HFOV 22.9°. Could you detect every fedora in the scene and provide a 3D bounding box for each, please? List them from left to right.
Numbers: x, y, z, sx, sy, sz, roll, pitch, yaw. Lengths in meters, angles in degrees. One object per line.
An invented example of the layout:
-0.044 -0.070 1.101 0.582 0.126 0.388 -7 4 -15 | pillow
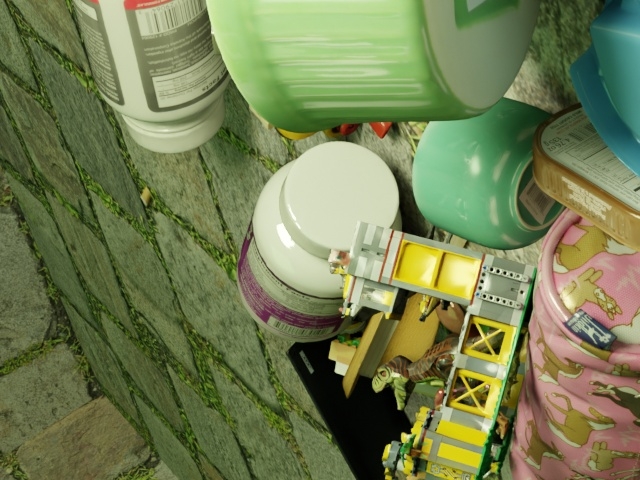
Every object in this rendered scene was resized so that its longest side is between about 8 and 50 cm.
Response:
0.092 0.100 1.778 0.079 0.194 0.194 24 157 3 | fedora

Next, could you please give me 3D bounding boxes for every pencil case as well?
0.254 0.123 1.385 0.160 0.167 0.386 10 148 8 | pencil case

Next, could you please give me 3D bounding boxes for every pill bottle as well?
-0.197 -0.254 1.885 0.176 0.176 0.319 46 158 32 | pill bottle
0.000 0.000 1.805 0.169 0.169 0.301 54 161 11 | pill bottle

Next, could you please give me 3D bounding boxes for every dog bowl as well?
0.233 -0.170 1.088 0.166 0.074 0.297 27 144 57 | dog bowl

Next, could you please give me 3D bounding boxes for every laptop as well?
0.015 0.204 2.148 0.234 0.136 0.264 62 161 -12 | laptop

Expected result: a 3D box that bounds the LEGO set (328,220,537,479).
0.092 0.101 1.475 0.192 0.255 0.331 15 -173 12 | LEGO set

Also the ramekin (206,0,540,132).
0.052 -0.223 1.110 0.148 0.303 0.303 5 134 25 | ramekin

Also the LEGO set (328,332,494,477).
0.124 0.159 1.838 0.287 0.132 0.107 48 152 44 | LEGO set

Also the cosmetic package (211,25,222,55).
-0.096 -0.239 1.713 0.115 0.041 0.060 131 143 -86 | cosmetic package

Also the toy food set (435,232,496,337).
0.169 0.095 1.682 0.218 0.071 0.128 55 162 7 | toy food set

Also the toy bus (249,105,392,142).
-0.024 -0.163 1.706 0.191 0.104 0.202 16 135 64 | toy bus

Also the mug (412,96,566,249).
0.169 -0.060 1.375 0.097 0.157 0.130 23 120 46 | mug

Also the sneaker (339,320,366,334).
-0.004 0.038 2.055 0.185 0.069 0.084 40 147 28 | sneaker

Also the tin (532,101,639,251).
0.241 -0.051 1.208 0.189 0.106 0.040 38 153 44 | tin
